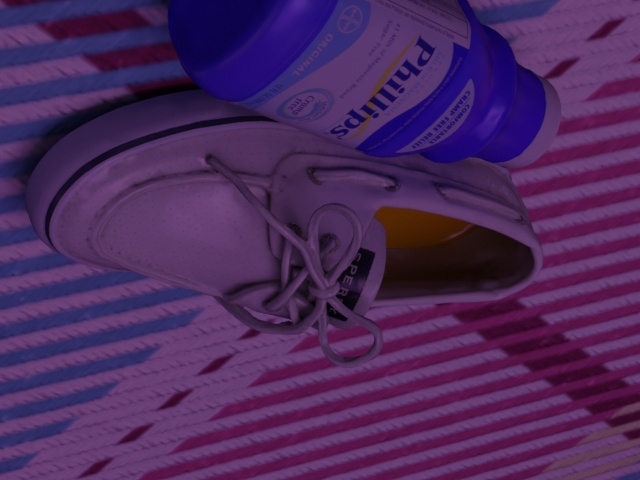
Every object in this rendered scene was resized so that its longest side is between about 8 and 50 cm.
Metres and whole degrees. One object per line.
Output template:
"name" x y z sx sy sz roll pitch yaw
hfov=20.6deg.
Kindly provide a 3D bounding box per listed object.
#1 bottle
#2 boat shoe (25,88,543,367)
"bottle" 0.041 -0.110 1.086 0.283 0.092 0.118 19 127 -45
"boat shoe" -0.002 0.007 1.134 0.367 0.156 0.136 4 130 -37
